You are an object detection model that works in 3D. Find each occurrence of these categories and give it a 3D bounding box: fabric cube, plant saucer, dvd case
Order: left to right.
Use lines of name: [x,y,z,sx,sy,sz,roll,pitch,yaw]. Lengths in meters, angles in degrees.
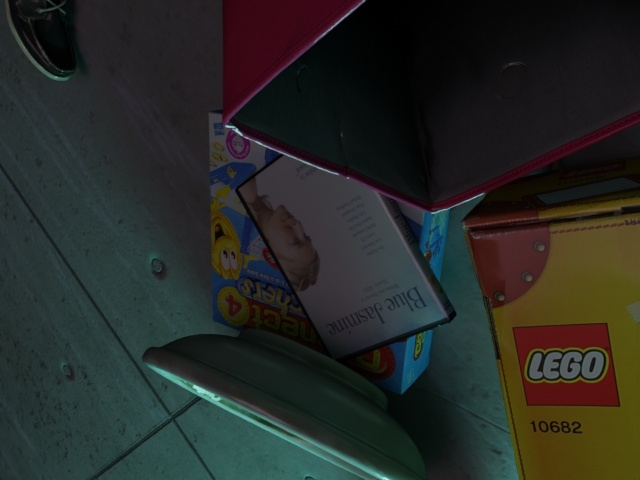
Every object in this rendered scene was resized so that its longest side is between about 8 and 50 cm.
plant saucer: [-0.029,0.205,0.754,0.400,0.101,0.400,23,160,9]
dvd case: [0.020,0.008,0.673,0.180,0.022,0.253,-30,90,37]
fabric cube: [0.093,-0.208,0.446,0.254,0.259,0.258,-25,60,40]

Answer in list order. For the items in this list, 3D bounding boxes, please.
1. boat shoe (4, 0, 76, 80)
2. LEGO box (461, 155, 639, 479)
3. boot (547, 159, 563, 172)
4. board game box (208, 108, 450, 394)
boat shoe: [-0.435,-0.367,0.908,0.079,0.084,0.233,-13,97,36]
LEGO box: [0.400,0.106,0.433,0.499,0.193,0.373,-7,103,29]
boot: [0.268,-0.023,0.600,0.086,0.042,0.119,12,114,23]
board game box: [0.000,0.000,0.752,0.308,0.086,0.302,15,114,29]
